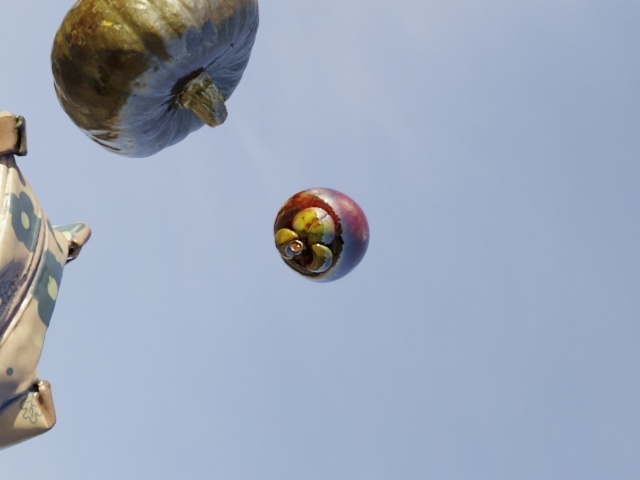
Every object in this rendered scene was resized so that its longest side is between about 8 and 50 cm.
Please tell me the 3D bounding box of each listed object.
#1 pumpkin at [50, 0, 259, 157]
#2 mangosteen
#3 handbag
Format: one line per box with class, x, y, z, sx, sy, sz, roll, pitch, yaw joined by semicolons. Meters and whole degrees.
pumpkin;-0.151;-0.167;1.551;0.162;0.219;0.219;45;-44;13
mangosteen;0.000;-0.002;1.329;0.081;0.081;0.081;16;-71;55
handbag;-0.285;0.039;1.185;0.190;0.193;0.251;62;21;-44
